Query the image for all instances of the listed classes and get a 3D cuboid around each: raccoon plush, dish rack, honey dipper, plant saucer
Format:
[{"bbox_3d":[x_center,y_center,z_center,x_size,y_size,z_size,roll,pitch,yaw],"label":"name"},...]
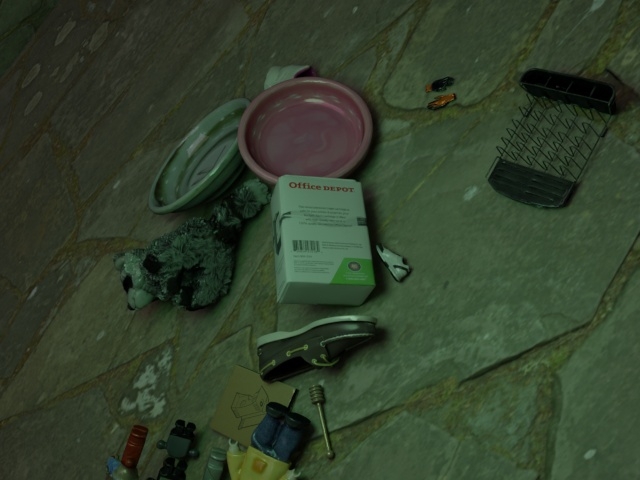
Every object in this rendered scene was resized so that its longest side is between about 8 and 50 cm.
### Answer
[{"bbox_3d":[-0.341,0.021,1.984,0.446,0.216,0.299,-39,27,-25],"label":"raccoon plush"},{"bbox_3d":[0.460,-0.204,1.515,0.208,0.074,0.271,26,86,42],"label":"dish rack"},{"bbox_3d":[0.003,0.390,1.598,0.030,0.030,0.160,-27,57,24],"label":"honey dipper"},{"bbox_3d":[-0.301,-0.210,2.020,0.400,0.100,0.400,-33,32,25],"label":"plant saucer"},{"bbox_3d":[-0.035,-0.253,1.829,0.332,0.084,0.332,-3,60,5],"label":"plant saucer"}]

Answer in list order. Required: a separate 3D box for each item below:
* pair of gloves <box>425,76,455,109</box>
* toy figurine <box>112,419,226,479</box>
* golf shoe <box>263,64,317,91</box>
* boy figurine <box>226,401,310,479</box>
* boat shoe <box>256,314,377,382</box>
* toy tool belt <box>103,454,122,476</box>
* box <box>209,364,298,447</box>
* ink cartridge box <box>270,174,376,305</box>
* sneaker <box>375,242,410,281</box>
[{"bbox_3d":[0.283,-0.348,1.756,0.074,0.010,0.083,-17,57,31],"label":"pair of gloves"},{"bbox_3d":[-0.336,0.518,1.672,0.213,0.209,0.148,26,101,35],"label":"toy figurine"},{"bbox_3d":[-0.088,-0.342,1.964,0.140,0.115,0.306,-6,66,31],"label":"golf shoe"},{"bbox_3d":[-0.133,0.490,1.593,0.177,0.092,0.285,27,90,16],"label":"boy figurine"},{"bbox_3d":[-0.010,0.237,1.627,0.324,0.117,0.096,-19,60,33],"label":"boat shoe"},{"bbox_3d":[-0.525,0.574,1.885,0.052,0.051,0.083,-50,49,6],"label":"toy tool belt"},{"bbox_3d":[-0.156,0.391,1.721,0.201,0.021,0.164,13,77,40],"label":"box"},{"bbox_3d":[0.000,0.000,1.664,0.114,0.198,0.272,117,152,-56],"label":"ink cartridge box"},{"bbox_3d":[0.161,0.044,1.647,0.044,0.040,0.109,-33,55,-1],"label":"sneaker"}]
